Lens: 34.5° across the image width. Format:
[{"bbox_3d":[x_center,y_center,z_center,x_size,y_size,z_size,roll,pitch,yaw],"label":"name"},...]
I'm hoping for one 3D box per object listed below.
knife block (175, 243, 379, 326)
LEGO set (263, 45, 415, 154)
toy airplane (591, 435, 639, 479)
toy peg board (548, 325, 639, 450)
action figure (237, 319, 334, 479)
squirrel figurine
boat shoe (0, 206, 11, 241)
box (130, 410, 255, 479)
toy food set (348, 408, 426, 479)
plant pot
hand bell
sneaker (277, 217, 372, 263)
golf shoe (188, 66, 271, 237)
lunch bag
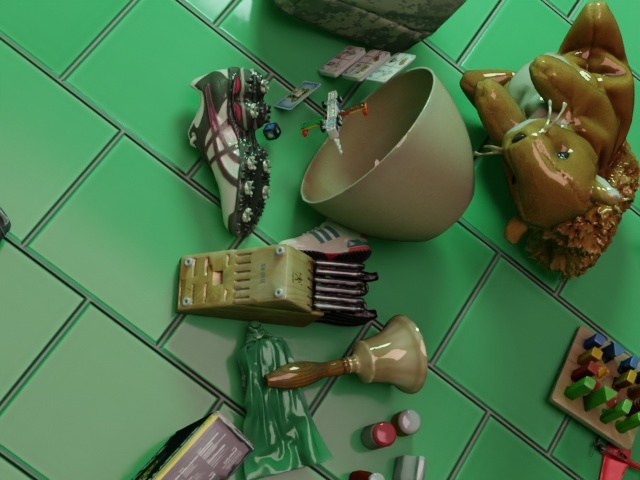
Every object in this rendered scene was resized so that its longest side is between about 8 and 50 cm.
[{"bbox_3d":[-0.054,0.085,1.612,0.276,0.242,0.088,-7,69,25],"label":"knife block"},{"bbox_3d":[0.025,-0.228,1.697,0.244,0.182,0.060,-42,125,-21],"label":"LEGO set"},{"bbox_3d":[0.523,0.378,1.743,0.151,0.028,0.151,6,71,-18],"label":"toy airplane"},{"bbox_3d":[0.493,0.238,1.733,0.161,0.079,0.160,34,59,-4],"label":"toy peg board"},{"bbox_3d":[-0.074,0.233,1.558,0.137,0.063,0.232,-10,81,-20],"label":"action figure"},{"bbox_3d":[0.408,-0.120,1.682,0.397,0.281,0.370,56,26,-28],"label":"squirrel figurine"},{"bbox_3d":[-0.529,-0.101,1.419,0.102,0.108,0.301,-54,131,-33],"label":"boat shoe"},{"bbox_3d":[-0.246,0.375,1.348,0.079,0.257,0.322,44,66,-1],"label":"box"},{"bbox_3d":[0.112,0.362,1.560,0.111,0.104,0.232,17,69,-14],"label":"toy food set"},{"bbox_3d":[0.135,-0.107,1.637,0.191,0.284,0.284,42,64,-20],"label":"plant pot"},{"bbox_3d":[0.027,0.190,1.558,0.242,0.126,0.126,-6,76,-27],"label":"hand bell"},{"bbox_3d":[0.000,0.000,1.668,0.161,0.057,0.075,-1,58,-18],"label":"sneaker"},{"bbox_3d":[-0.145,-0.139,1.642,0.120,0.105,0.272,-1,85,18],"label":"golf shoe"},{"bbox_3d":[0.106,-0.473,1.711,0.305,0.256,0.212,17,70,-26],"label":"lunch bag"}]
